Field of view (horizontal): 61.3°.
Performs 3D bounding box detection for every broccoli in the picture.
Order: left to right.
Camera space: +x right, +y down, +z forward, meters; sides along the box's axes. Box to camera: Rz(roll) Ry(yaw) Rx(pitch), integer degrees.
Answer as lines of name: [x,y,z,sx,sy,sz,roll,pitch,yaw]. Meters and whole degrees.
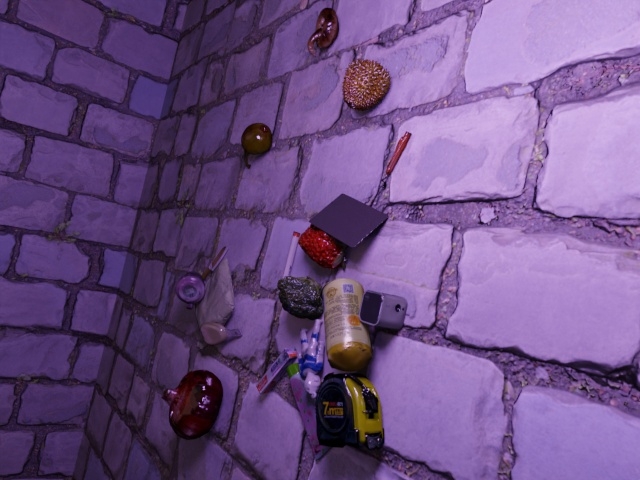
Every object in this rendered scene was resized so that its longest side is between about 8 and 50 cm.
broccoli: [-0.063,0.166,1.620,0.162,0.138,0.145,17,129,25]

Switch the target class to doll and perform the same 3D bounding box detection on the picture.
doll: [-0.027,0.350,1.568,0.114,0.057,0.227,-33,43,37]

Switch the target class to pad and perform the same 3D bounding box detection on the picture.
pad: [0.076,-0.061,1.526,0.143,0.003,0.211,-41,40,-15]

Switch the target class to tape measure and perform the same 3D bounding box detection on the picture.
tape measure: [0.074,0.421,1.347,0.199,0.112,0.186,-18,70,45]

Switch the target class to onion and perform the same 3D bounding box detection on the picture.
onion: [-0.472,0.592,1.970,0.252,0.219,0.252,-38,39,40]

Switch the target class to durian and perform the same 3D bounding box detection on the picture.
durian: [0.130,-0.461,1.590,0.168,0.137,0.158,-67,13,-3]

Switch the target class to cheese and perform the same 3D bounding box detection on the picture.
cheese: [-0.370,0.350,2.037,0.192,0.037,0.097,-8,105,34]

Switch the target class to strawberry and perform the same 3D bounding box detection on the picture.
strawberry: [0.002,-0.015,1.626,0.228,0.098,0.174,29,100,54]

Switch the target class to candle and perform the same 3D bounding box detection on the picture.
candle: [0.204,-0.222,1.486,0.026,0.021,0.167,35,107,33]

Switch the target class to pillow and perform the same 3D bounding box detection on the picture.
pillow: [-0.435,0.250,2.175,0.280,0.076,0.274,-51,39,31]

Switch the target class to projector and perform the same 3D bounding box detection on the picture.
projector: [0.155,0.173,1.347,0.083,0.082,0.083,10,86,56]

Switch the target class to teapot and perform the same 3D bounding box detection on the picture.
teapot: [-0.518,0.195,2.202,0.116,0.148,0.146,-23,19,0]

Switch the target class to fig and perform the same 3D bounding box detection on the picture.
fig: [-0.272,-0.372,2.165,0.236,0.124,0.124,131,140,-52]

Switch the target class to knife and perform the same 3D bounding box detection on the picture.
knife: [-0.457,0.109,2.310,0.256,0.022,0.046,-49,35,27]

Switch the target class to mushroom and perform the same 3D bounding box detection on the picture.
mushroom: [0.013,-0.731,1.909,0.170,0.080,0.135,-56,26,27]

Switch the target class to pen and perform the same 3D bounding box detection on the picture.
pen: [-0.104,0.077,1.811,0.026,0.026,0.218,11,86,56]

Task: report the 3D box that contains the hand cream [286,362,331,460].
hand cream: [-0.033,0.478,1.544,0.079,0.050,0.275,102,151,-45]

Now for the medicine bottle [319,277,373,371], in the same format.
medicine bottle: [0.067,0.222,1.400,0.124,0.124,0.238,-45,37,37]

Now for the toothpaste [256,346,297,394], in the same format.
toothpaste: [-0.137,0.414,1.714,0.196,0.047,0.040,-54,53,28]
